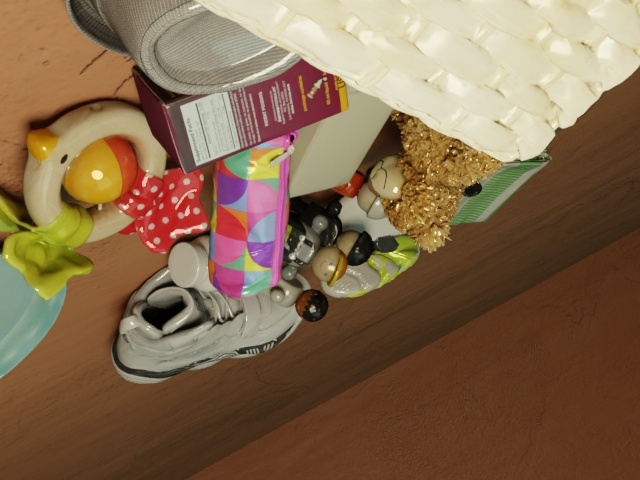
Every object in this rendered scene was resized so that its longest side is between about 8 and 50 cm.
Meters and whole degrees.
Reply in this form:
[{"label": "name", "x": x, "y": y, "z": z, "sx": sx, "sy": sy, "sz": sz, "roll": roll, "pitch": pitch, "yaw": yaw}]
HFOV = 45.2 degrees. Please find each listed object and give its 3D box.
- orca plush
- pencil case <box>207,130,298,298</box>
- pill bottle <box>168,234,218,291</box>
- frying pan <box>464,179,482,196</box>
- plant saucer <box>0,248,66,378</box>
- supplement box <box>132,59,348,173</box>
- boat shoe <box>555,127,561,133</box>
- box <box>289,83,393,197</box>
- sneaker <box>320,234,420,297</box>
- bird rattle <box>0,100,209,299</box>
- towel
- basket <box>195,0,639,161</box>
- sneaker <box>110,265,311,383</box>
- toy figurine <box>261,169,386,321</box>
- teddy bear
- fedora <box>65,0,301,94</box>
[{"label": "orca plush", "x": 0.117, "y": -0.079, "z": 1.323, "sx": 0.287, "sy": 0.102, "sz": 0.151, "roll": -33, "pitch": 117, "yaw": -20}, {"label": "pencil case", "x": -0.082, "y": -0.046, "z": 0.928, "sx": 0.104, "sy": 0.104, "sz": 0.236, "roll": -15, "pitch": 127, "yaw": -35}, {"label": "pill bottle", "x": -0.150, "y": 0.034, "z": 1.172, "sx": 0.087, "sy": 0.087, "sz": 0.160, "roll": -43, "pitch": 156, "yaw": 30}, {"label": "frying pan", "x": 0.229, "y": -0.124, "z": 1.176, "sx": 0.197, "sy": 0.053, "sz": 0.326, "roll": -41, "pitch": 166, "yaw": 34}, {"label": "plant saucer", "x": -0.461, "y": 0.118, "z": 0.935, "sx": 0.317, "sy": 0.044, "sz": 0.317, "roll": -39, "pitch": 161, "yaw": -16}, {"label": "supplement box", "x": -0.079, "y": -0.153, "z": 0.778, "sx": 0.188, "sy": 0.104, "sz": 0.081, "roll": -25, "pitch": 130, "yaw": -17}, {"label": "boat shoe", "x": 0.303, "y": -0.269, "z": 1.072, "sx": 0.118, "sy": 0.103, "sz": 0.320, "roll": -13, "pitch": 148, "yaw": 6}, {"label": "box", "x": 0.021, "y": -0.172, "z": 0.917, "sx": 0.113, "sy": 0.094, "sz": 0.275, "roll": -16, "pitch": 155, "yaw": -32}, {"label": "sneaker", "x": 0.097, "y": 0.075, "z": 1.594, "sx": 0.240, "sy": 0.091, "sz": 0.126, "roll": -21, "pitch": 158, "yaw": -26}, {"label": "bird rattle", "x": -0.229, "y": -0.052, "z": 0.830, "sx": 0.253, "sy": 0.143, "sz": 0.207, "roll": -20, "pitch": 141, "yaw": -33}, {"label": "towel", "x": 0.298, "y": -0.092, "z": 1.553, "sx": 0.325, "sy": 0.038, "sz": 0.248, "roll": -11, "pitch": 153, "yaw": -41}, {"label": "basket", "x": 0.078, "y": -0.270, "z": 0.405, "sx": 0.331, "sy": 0.266, "sz": 0.328, "roll": 21, "pitch": 130, "yaw": -36}, {"label": "sneaker", "x": -0.166, "y": 0.117, "z": 1.269, "sx": 0.366, "sy": 0.137, "sz": 0.210, "roll": -18, "pitch": 159, "yaw": -20}, {"label": "toy figurine", "x": 0.000, "y": 0.000, "z": 1.106, "sx": 0.209, "sy": 0.148, "sz": 0.213, "roll": -57, "pitch": 176, "yaw": -35}, {"label": "teddy bear", "x": 0.147, "y": -0.153, "z": 0.928, "sx": 0.113, "sy": 0.245, "sz": 0.338, "roll": -4, "pitch": 146, "yaw": -36}, {"label": "fedora", "x": -0.070, "y": -0.217, "z": 0.648, "sx": 0.275, "sy": 0.124, "sz": 0.244, "roll": -24, "pitch": 159, "yaw": -16}]
